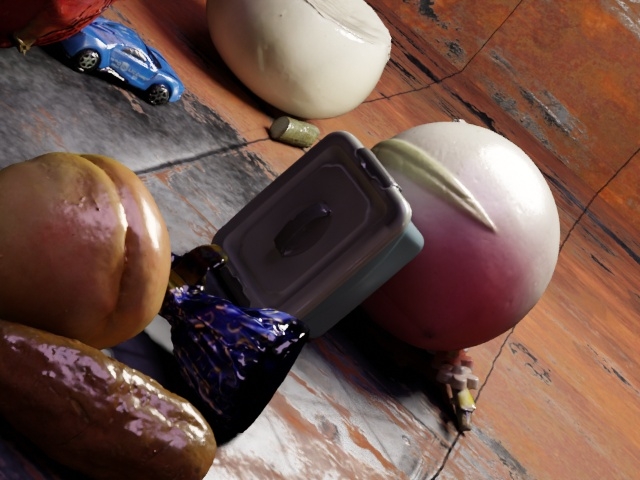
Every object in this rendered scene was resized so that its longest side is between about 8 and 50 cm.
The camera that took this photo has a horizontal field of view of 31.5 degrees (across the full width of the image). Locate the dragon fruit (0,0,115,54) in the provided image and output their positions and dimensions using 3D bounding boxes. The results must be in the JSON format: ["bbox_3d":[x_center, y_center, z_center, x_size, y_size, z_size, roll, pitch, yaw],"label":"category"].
[{"bbox_3d":[-0.355,-0.389,1.374,0.296,0.301,0.295,29,20,-12],"label":"dragon fruit"}]

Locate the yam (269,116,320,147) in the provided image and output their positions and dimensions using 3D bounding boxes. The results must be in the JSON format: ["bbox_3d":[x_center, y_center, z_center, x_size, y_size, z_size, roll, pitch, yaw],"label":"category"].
[{"bbox_3d":[-0.041,-0.174,1.820,0.094,0.043,0.043,13,34,-52],"label":"yam"}]

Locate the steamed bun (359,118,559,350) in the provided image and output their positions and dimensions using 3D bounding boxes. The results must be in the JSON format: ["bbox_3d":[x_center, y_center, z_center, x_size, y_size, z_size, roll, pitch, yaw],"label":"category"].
[{"bbox_3d":[0.155,0.017,1.455,0.309,0.309,0.309,34,22,-16],"label":"steamed bun"}]

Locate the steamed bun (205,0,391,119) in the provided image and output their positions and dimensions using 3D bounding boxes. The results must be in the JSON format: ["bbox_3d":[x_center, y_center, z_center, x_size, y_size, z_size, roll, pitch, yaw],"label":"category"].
[{"bbox_3d":[-0.048,-0.341,1.907,0.324,0.206,0.324,32,24,-16],"label":"steamed bun"}]

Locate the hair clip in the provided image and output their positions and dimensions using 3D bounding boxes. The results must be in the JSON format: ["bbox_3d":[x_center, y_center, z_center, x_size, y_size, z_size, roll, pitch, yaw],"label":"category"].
[{"bbox_3d":[0.175,0.167,1.500,0.062,0.056,0.214,2,30,-5],"label":"hair clip"}]

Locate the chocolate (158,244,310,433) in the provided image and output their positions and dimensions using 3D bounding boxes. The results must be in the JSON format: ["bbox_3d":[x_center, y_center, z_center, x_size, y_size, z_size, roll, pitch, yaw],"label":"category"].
[{"bbox_3d":[-0.161,0.039,1.131,0.343,0.126,0.148,40,57,18],"label":"chocolate"}]

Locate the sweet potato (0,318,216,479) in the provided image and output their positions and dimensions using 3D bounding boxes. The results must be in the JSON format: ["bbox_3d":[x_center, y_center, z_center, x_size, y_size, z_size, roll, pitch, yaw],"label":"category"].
[{"bbox_3d":[-0.203,0.128,0.909,0.252,0.097,0.097,29,23,-14],"label":"sweet potato"}]

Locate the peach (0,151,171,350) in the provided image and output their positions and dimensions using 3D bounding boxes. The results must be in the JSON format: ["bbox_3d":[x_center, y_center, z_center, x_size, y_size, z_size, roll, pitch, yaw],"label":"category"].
[{"bbox_3d":[-0.217,0.014,0.987,0.184,0.184,0.184,34,22,-16],"label":"peach"}]

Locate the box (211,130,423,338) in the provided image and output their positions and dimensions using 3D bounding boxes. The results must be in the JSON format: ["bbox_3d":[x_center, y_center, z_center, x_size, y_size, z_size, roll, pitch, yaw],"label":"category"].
[{"bbox_3d":[0.000,0.000,1.316,0.162,0.227,0.130,54,11,32],"label":"box"}]

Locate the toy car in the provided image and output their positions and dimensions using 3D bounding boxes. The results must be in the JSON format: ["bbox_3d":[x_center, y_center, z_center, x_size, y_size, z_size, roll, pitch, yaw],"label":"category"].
[{"bbox_3d":[-0.272,-0.258,1.567,0.216,0.063,0.103,21,28,-40],"label":"toy car"}]
